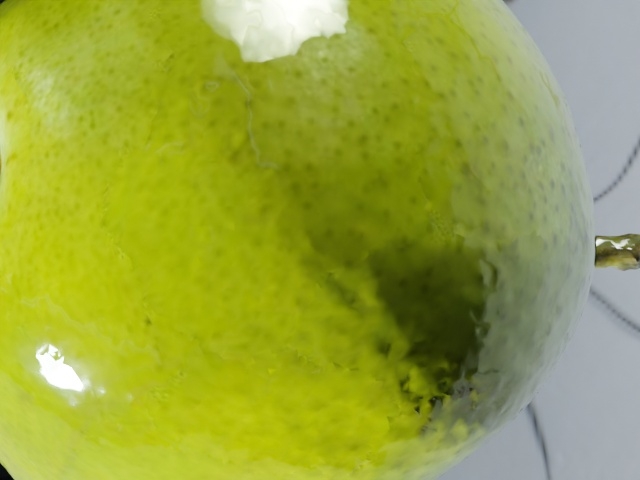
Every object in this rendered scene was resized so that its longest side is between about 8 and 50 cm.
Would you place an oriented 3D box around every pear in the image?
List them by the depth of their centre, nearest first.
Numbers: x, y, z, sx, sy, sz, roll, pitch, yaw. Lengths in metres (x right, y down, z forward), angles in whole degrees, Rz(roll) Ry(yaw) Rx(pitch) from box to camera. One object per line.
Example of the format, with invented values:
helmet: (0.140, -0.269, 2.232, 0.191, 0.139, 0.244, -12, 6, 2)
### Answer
pear: (0.000, 0.000, 0.410, 0.180, 0.216, 0.166, -56, 48, 31)
